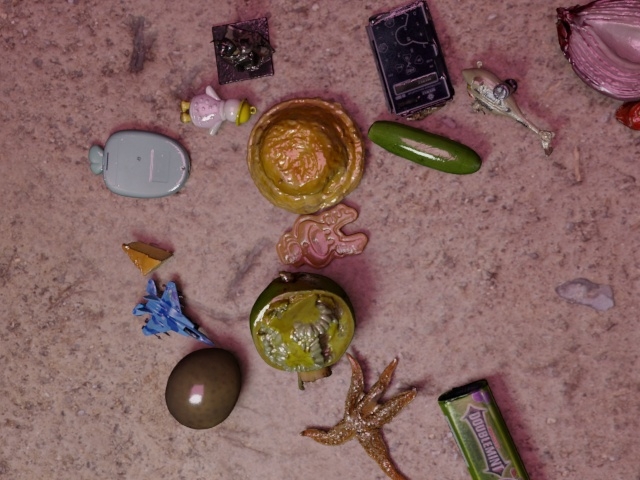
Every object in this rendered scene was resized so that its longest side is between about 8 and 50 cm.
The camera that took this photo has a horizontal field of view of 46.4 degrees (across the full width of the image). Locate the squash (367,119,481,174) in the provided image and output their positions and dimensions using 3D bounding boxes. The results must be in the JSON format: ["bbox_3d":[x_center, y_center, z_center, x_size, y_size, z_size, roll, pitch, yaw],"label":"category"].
[{"bbox_3d":[0.249,-0.225,1.811,0.293,0.082,0.082,21,98,11],"label":"squash"}]

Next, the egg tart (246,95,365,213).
[{"bbox_3d":[-0.046,-0.215,1.858,0.319,0.128,0.318,0,91,14],"label":"egg tart"}]

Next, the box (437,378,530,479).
[{"bbox_3d":[0.411,0.519,1.815,0.134,0.097,0.345,-23,88,14],"label":"box"}]

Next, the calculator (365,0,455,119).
[{"bbox_3d":[0.215,-0.440,1.811,0.166,0.028,0.274,-17,78,13],"label":"calculator"}]

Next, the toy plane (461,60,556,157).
[{"bbox_3d":[0.444,-0.311,1.762,0.286,0.092,0.108,38,122,9],"label":"toy plane"}]

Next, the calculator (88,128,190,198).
[{"bbox_3d":[-0.492,-0.206,2.004,0.295,0.042,0.184,6,95,12],"label":"calculator"}]

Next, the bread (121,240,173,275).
[{"bbox_3d":[-0.459,0.027,1.993,0.080,0.084,0.109,-39,86,26],"label":"bread"}]

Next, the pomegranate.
[{"bbox_3d":[-0.041,0.227,1.843,0.260,0.260,0.340,1,123,13],"label":"pomegranate"}]

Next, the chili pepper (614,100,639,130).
[{"bbox_3d":[0.716,-0.283,1.676,0.073,0.123,0.070,-5,105,6],"label":"chili pepper"}]

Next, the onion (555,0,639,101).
[{"bbox_3d":[0.653,-0.445,1.681,0.283,0.120,0.227,33,94,9],"label":"onion"}]

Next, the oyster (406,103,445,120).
[{"bbox_3d":[0.260,-0.309,1.813,0.083,0.080,0.038,6,131,36],"label":"oyster"}]

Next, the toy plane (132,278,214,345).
[{"bbox_3d":[-0.383,0.211,1.993,0.246,0.078,0.169,29,100,3],"label":"toy plane"}]

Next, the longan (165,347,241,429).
[{"bbox_3d":[-0.302,0.381,1.926,0.197,0.196,0.220,31,97,9],"label":"longan"}]

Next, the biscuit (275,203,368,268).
[{"bbox_3d":[-0.002,-0.003,1.912,0.236,0.040,0.144,-20,84,11],"label":"biscuit"}]

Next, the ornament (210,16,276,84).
[{"bbox_3d":[-0.213,-0.485,1.844,0.166,0.196,0.153,-8,93,12],"label":"ornament"}]

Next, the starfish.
[{"bbox_3d":[0.134,0.436,1.883,0.301,0.084,0.293,26,100,14],"label":"starfish"}]

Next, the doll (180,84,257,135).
[{"bbox_3d":[-0.265,-0.335,1.924,0.207,0.081,0.129,1,102,11],"label":"doll"}]
